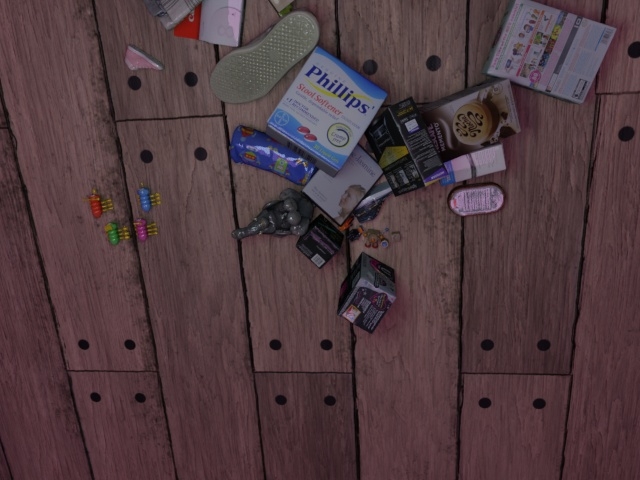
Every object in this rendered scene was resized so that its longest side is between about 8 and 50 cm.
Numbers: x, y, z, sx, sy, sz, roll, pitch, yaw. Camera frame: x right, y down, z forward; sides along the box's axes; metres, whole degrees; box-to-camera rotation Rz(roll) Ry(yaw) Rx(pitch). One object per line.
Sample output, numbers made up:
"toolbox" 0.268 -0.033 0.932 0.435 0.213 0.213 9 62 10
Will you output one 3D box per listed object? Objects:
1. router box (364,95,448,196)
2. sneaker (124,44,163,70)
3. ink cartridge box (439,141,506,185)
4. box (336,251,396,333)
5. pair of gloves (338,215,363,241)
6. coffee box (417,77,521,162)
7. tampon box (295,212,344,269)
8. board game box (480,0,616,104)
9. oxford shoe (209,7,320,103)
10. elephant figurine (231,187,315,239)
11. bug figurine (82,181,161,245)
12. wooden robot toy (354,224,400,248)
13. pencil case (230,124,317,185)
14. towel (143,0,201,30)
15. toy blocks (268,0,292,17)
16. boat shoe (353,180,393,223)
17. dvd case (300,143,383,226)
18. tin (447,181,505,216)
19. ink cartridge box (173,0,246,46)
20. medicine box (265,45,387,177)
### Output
"router box" 0.247 -0.269 1.557 0.081 0.309 0.243 -26 93 -8
"sneaker" -0.588 -0.583 1.712 0.134 0.051 0.070 32 110 -1
"ink cartridge box" 0.469 -0.252 1.641 0.203 0.148 0.086 -13 107 12
"box" 0.161 0.172 1.763 0.142 0.247 0.163 29 109 -5
"pair of gloves" 0.107 -0.041 1.808 0.074 0.010 0.083 -44 69 26
"coffee box" 0.425 -0.355 1.556 0.297 0.119 0.168 -23 110 -1
"tampon box" 0.000 0.000 1.772 0.120 0.161 0.101 44 108 -7
"board game box" 0.673 -0.563 1.545 0.303 0.097 0.224 18 108 -1
"oxford shoe" -0.169 -0.570 1.616 0.449 0.130 0.169 -24 117 34
"elephant figurine" -0.154 -0.075 1.766 0.239 0.169 0.186 -21 141 32
"bug figurine" -0.713 -0.092 1.874 0.278 0.072 0.216 -7 107 9
"wooden robot toy" 0.191 -0.002 1.793 0.173 0.079 0.076 7 108 5
"pencil case" -0.157 -0.278 1.722 0.306 0.119 0.133 19 115 0
"towel" -0.453 -0.859 1.572 0.324 0.056 0.312 -32 97 23
"toy blocks" -0.108 -0.872 1.507 0.261 0.191 0.381 -35 112 7
"boat shoe" 0.192 -0.131 1.765 0.183 0.065 0.083 -28 116 13
"dvd case" 0.079 -0.197 1.704 0.180 0.022 0.253 41 80 -14
"tin" 0.523 -0.138 1.733 0.189 0.040 0.106 -7 103 9
"ink cartridge box" -0.356 -0.727 1.636 0.232 0.066 0.189 9 108 0
"medicine box" 0.015 -0.392 1.601 0.263 0.149 0.289 32 85 -5
